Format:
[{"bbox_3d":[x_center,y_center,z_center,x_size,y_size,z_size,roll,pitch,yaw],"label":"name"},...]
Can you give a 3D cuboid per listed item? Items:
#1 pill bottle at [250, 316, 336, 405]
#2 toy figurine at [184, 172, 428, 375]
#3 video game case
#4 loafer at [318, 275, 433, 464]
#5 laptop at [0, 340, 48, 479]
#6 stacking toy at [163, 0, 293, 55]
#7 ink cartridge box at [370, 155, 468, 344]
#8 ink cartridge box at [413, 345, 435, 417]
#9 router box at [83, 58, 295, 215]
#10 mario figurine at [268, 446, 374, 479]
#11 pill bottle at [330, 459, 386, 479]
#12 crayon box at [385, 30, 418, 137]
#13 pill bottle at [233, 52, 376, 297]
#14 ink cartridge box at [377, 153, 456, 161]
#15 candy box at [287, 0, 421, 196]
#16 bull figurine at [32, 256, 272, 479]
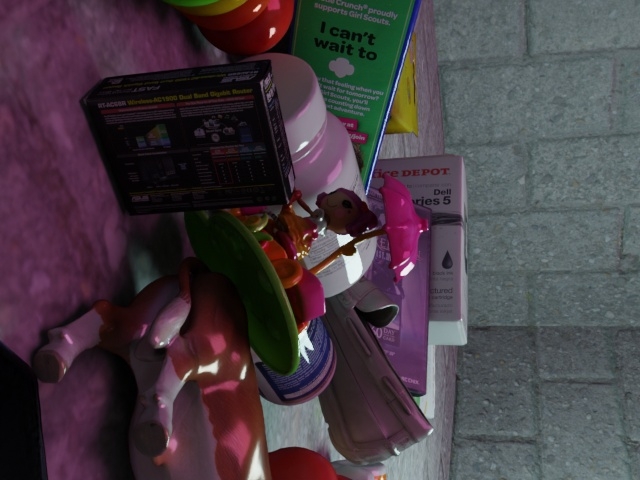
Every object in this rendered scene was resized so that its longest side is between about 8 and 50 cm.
[{"bbox_3d":[-0.046,0.081,0.680,0.169,0.094,0.094,68,26,-54],"label":"pill bottle"},{"bbox_3d":[0.000,0.000,0.574,0.173,0.159,0.130,39,-34,45],"label":"toy figurine"},{"bbox_3d":[0.061,0.053,0.969,0.026,0.196,0.274,-33,-135,55],"label":"video game case"},{"bbox_3d":[0.033,0.085,0.821,0.112,0.111,0.320,43,27,-70],"label":"loafer"},{"bbox_3d":[-0.230,0.152,0.136,0.408,0.236,0.382,-51,147,-22],"label":"laptop"},{"bbox_3d":[-0.085,-0.219,0.514,0.330,0.141,0.141,15,74,-79],"label":"stacking toy"},{"bbox_3d":[0.124,0.014,1.124,0.115,0.198,0.273,61,31,-60],"label":"ink cartridge box"},{"bbox_3d":[0.131,0.206,1.288,0.278,0.117,0.201,44,46,-69],"label":"ink cartridge box"},{"bbox_3d":[-0.085,-0.068,0.496,0.038,0.122,0.092,-79,162,-53],"label":"router box"},{"bbox_3d":[0.013,0.318,0.723,0.198,0.170,0.321,57,-16,37],"label":"mario figurine"},{"bbox_3d":[0.051,0.394,1.034,0.086,0.086,0.152,28,61,-73],"label":"pill bottle"},{"bbox_3d":[0.089,-0.292,1.196,0.318,0.081,0.202,14,75,-68],"label":"crayon box"},{"bbox_3d":[-0.027,-0.055,0.690,0.229,0.131,0.131,69,24,-51],"label":"pill bottle"},{"bbox_3d":[0.169,-0.028,1.348,0.233,0.171,0.168,-73,156,-52],"label":"ink cartridge box"},{"bbox_3d":[0.036,-0.236,0.797,0.317,0.122,0.268,100,2,-50],"label":"candy box"},{"bbox_3d":[-0.083,0.169,0.498,0.188,0.101,0.311,-16,93,-73],"label":"bull figurine"}]
